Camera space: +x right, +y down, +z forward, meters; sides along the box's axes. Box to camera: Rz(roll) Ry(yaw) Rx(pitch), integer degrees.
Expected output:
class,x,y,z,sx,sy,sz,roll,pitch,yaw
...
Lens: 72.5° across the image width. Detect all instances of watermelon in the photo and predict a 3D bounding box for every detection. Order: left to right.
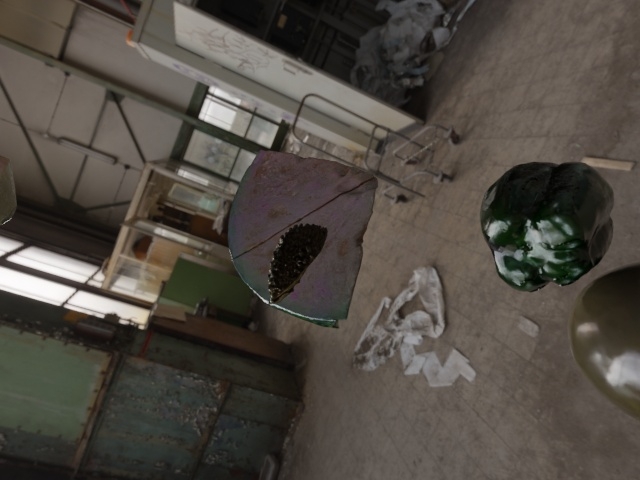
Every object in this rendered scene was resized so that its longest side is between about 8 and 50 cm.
class,x,y,z,sx,sy,sz,roll,pitch,yaw
watermelon,-0.003,0.009,0.770,0.320,0.222,0.291,9,69,35

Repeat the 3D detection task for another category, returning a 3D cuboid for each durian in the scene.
class,x,y,z,sx,sy,sz,roll,pitch,yaw
durian,-0.034,0.022,0.560,0.130,0.052,0.066,-56,-4,-26

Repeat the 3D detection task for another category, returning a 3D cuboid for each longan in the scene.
class,x,y,z,sx,sy,sz,roll,pitch,yaw
longan,0.662,0.190,0.805,0.361,0.361,0.360,-159,90,-75

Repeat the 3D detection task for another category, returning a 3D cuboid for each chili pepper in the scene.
class,x,y,z,sx,sy,sz,roll,pitch,yaw
chili pepper,0.449,-0.031,0.871,0.233,0.248,0.257,-20,12,42

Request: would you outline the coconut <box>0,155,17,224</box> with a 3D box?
class,x,y,z,sx,sy,sz,roll,pitch,yaw
coconut,-0.540,-0.075,0.648,0.147,0.153,0.147,-38,36,35
